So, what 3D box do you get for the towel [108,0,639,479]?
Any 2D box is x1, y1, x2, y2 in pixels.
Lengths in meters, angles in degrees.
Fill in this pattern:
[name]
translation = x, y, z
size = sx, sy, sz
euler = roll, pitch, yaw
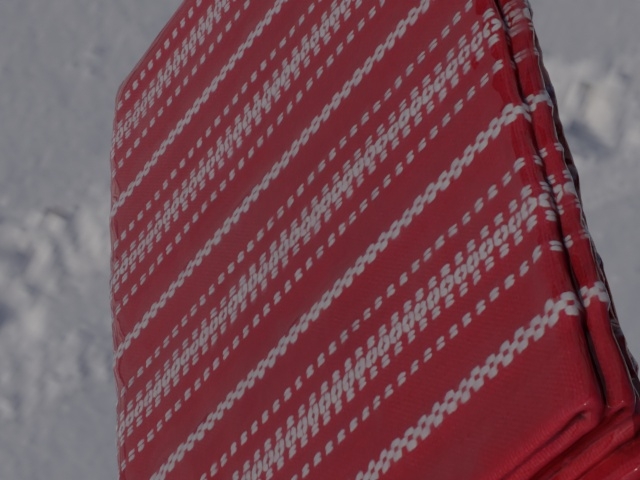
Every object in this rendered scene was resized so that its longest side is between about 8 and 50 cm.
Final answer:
[towel]
translation = 0.000, 0.000, 0.541
size = 0.031, 0.275, 0.199
euler = 21, 131, -28
